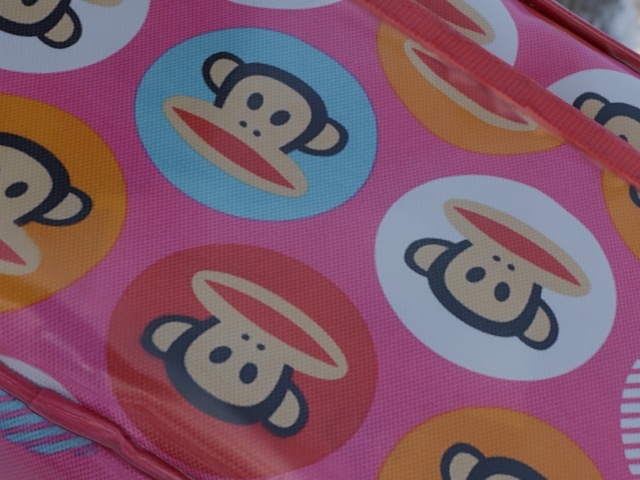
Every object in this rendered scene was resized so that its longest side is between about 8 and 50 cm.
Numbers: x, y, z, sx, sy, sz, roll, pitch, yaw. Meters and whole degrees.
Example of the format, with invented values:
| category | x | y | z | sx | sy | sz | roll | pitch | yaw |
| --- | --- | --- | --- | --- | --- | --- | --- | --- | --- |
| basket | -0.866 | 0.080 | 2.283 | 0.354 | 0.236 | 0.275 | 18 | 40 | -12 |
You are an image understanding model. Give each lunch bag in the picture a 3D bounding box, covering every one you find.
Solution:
| category | x | y | z | sx | sy | sz | roll | pitch | yaw |
| --- | --- | --- | --- | --- | --- | --- | --- | --- | --- |
| lunch bag | 0.000 | 0.000 | 0.555 | 0.293 | 0.258 | 0.120 | 34 | -40 | 8 |
